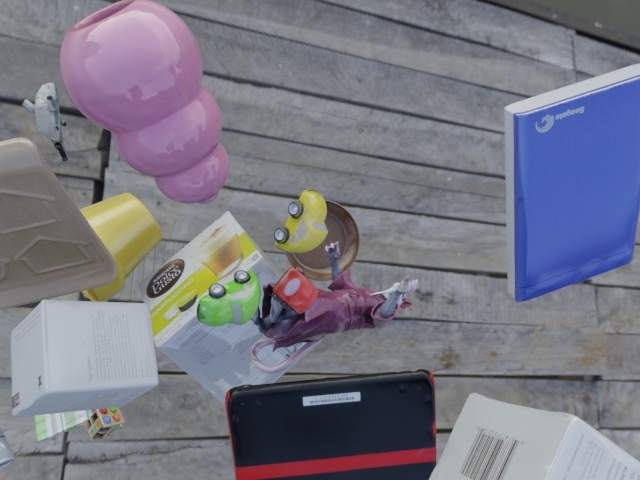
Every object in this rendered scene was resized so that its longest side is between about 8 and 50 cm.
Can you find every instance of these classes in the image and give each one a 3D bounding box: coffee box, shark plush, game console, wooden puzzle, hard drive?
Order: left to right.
[{"bbox_3d":[-0.583,-0.021,0.971,0.321,0.348,0.081,-13,48,-3],"label":"wooden puzzle"},{"bbox_3d":[-0.563,-0.252,1.156,0.073,0.067,0.161,-14,110,15],"label":"shark plush"},{"bbox_3d":[-0.248,0.189,1.505,0.337,0.334,0.338,-40,125,-4],"label":"coffee box"},{"bbox_3d":[0.029,0.413,1.013,0.386,0.060,0.342,-5,101,-2],"label":"game console"},{"bbox_3d":[0.373,-0.070,0.789,0.210,0.040,0.319,-18,124,-6],"label":"hard drive"}]

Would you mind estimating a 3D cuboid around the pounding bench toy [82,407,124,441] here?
[{"bbox_3d":[-0.459,0.393,1.181,0.083,0.065,0.052,10,37,-56],"label":"pounding bench toy"}]

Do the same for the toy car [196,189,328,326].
[{"bbox_3d":[-0.072,0.062,0.771,0.053,0.239,0.225,35,47,28],"label":"toy car"}]

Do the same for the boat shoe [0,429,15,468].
[{"bbox_3d":[-0.604,0.394,0.853,0.226,0.083,0.076,-37,79,-32],"label":"boat shoe"}]

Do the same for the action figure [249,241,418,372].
[{"bbox_3d":[0.052,0.165,1.185,0.369,0.248,0.276,1,109,-29],"label":"action figure"}]

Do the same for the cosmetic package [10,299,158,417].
[{"bbox_3d":[-0.399,0.198,0.911,0.183,0.151,0.152,10,56,-45],"label":"cosmetic package"}]

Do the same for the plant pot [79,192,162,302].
[{"bbox_3d":[-0.568,0.002,1.438,0.239,0.254,0.254,-41,95,-28],"label":"plant pot"}]

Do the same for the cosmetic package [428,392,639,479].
[{"bbox_3d":[0.355,0.367,0.670,0.385,0.217,0.156,35,74,-9],"label":"cosmetic package"}]

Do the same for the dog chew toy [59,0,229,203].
[{"bbox_3d":[-0.253,-0.198,0.859,0.206,0.206,0.332,-42,129,-23],"label":"dog chew toy"}]

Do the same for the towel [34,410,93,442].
[{"bbox_3d":[-0.687,0.459,1.444,0.151,0.023,0.113,-22,59,-6],"label":"towel"}]

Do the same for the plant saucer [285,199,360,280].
[{"bbox_3d":[0.000,0.000,1.333,0.198,0.036,0.199,0,89,-18],"label":"plant saucer"}]
